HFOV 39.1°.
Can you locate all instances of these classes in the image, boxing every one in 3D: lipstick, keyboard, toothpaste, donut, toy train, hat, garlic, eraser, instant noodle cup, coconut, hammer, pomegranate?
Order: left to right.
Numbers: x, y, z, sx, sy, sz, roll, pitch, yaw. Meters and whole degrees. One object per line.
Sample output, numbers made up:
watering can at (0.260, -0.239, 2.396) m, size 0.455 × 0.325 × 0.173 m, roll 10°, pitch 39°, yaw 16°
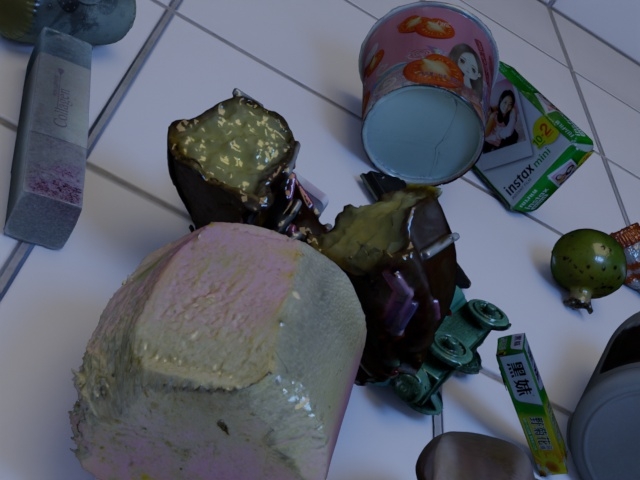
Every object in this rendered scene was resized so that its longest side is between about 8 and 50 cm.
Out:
hammer at (-0.404, -0.370, 1.218) m, size 0.305 × 0.113 × 0.202 m, roll 41°, pitch 28°, yaw 24°
lipstick at (-0.300, -0.124, 1.007) m, size 0.066 × 0.068 × 0.317 m, roll 19°, pitch 36°, yaw -27°
coconut at (-0.081, 0.103, 0.763) m, size 0.233 × 0.233 × 0.245 m, roll 30°, pitch 34°, yaw -10°
eraser at (-0.046, -0.058, 1.167) m, size 0.105 × 0.065 × 0.026 m, roll 37°, pitch 33°, yaw -1°
donut at (0.001, 0.013, 0.926) m, size 0.345 × 0.259 × 0.136 m, roll 31°, pitch 61°, yaw 35°
keyboard at (0.137, -0.017, 1.329) m, size 0.094 × 0.025 × 0.230 m, roll 7°, pitch 41°, yaw -41°
toy train at (0.125, 0.113, 1.088) m, size 0.159 × 0.101 × 0.248 m, roll 31°, pitch 28°, yaw 18°
instant noodle cup at (0.169, -0.228, 1.462) m, size 0.243 × 0.243 × 0.231 m, roll 28°, pitch 40°, yaw -13°
garlic at (0.173, 0.291, 0.763) m, size 0.325 × 0.132 × 0.279 m, roll 41°, pitch 30°, yaw -72°
toothpaste at (0.249, 0.195, 1.057) m, size 0.178 × 0.037 × 0.043 m, roll 67°, pitch 26°, yaw -20°
pomegranate at (0.430, 0.043, 1.460) m, size 0.130 × 0.130 × 0.130 m, roll 25°, pitch 33°, yaw -18°
hat at (0.573, 0.052, 1.625) m, size 0.112 × 0.093 × 0.162 m, roll -21°, pitch 81°, yaw -43°

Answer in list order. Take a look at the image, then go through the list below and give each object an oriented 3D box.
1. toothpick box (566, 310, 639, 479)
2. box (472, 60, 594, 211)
toothpick box at (0.458, 0.217, 1.176) m, size 0.229 × 0.229 × 0.316 m, roll 42°, pitch 30°, yaw 9°
box at (0.349, -0.188, 1.618) m, size 0.103 × 0.180 × 0.250 m, roll 0°, pitch 45°, yaw -49°
